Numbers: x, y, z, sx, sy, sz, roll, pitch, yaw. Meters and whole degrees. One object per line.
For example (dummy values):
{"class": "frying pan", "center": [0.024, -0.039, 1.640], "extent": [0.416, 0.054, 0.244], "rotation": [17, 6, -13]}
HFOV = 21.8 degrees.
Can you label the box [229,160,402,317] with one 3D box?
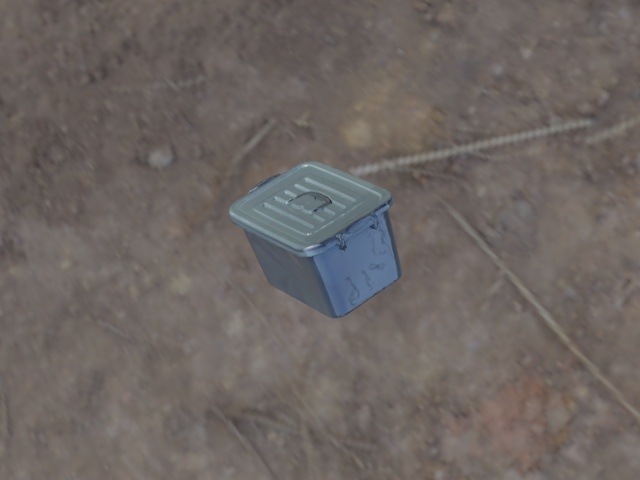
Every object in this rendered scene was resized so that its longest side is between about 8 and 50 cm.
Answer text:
{"class": "box", "center": [0.000, 0.000, 1.191], "extent": [0.084, 0.122, 0.069], "rotation": [-32, 122, -23]}
